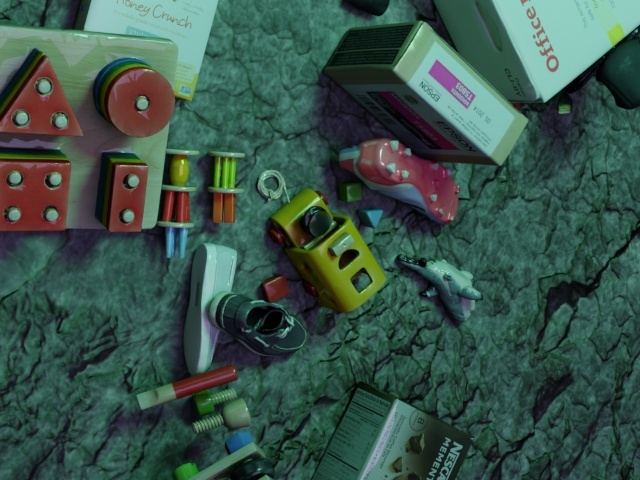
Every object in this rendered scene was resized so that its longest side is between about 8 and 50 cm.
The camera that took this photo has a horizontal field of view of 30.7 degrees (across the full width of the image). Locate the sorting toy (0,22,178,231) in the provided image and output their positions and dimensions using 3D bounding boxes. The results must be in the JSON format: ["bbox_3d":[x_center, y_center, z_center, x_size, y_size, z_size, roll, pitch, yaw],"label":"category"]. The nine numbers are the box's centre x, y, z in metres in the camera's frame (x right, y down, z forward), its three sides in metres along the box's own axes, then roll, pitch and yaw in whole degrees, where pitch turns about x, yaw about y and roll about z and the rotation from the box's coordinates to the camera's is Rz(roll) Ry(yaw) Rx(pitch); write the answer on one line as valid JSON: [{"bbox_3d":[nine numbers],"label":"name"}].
[{"bbox_3d":[-0.305,-0.128,1.457,0.257,0.089,0.255,0,110,-28],"label":"sorting toy"}]

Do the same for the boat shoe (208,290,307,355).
[{"bbox_3d":[-0.072,0.124,1.640,0.206,0.065,0.075,29,76,-52],"label":"boat shoe"}]

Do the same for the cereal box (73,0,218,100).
[{"bbox_3d":[-0.221,-0.321,1.535,0.173,0.047,0.240,14,90,-32],"label":"cereal box"}]

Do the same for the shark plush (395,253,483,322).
[{"bbox_3d":[0.185,0.071,1.819,0.161,0.073,0.067,28,113,-34],"label":"shark plush"}]

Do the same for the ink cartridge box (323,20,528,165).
[{"bbox_3d":[0.149,-0.207,1.676,0.235,0.193,0.088,38,78,-27],"label":"ink cartridge box"}]

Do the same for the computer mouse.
[{"bbox_3d":[0.433,-0.255,1.798,0.184,0.262,0.060,-40,109,22],"label":"computer mouse"}]

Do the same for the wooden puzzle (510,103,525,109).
[{"bbox_3d":[0.301,-0.230,1.867,0.083,0.006,0.049,-25,108,-24],"label":"wooden puzzle"}]

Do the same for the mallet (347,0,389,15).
[{"bbox_3d":[0.097,-0.420,1.712,0.062,0.039,0.189,29,79,-28],"label":"mallet"}]

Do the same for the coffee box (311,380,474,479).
[{"bbox_3d":[0.083,0.386,1.764,0.168,0.119,0.297,31,82,-28],"label":"coffee box"}]

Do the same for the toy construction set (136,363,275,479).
[{"bbox_3d":[-0.186,0.348,1.572,0.237,0.257,0.309,-15,84,-14],"label":"toy construction set"}]

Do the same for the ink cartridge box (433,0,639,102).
[{"bbox_3d":[0.363,-0.427,1.785,0.385,0.160,0.279,-38,112,-20],"label":"ink cartridge box"}]

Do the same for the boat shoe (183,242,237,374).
[{"bbox_3d":[-0.150,0.097,1.631,0.063,0.066,0.184,6,84,-29],"label":"boat shoe"}]

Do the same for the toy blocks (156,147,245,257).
[{"bbox_3d":[-0.164,-0.050,1.601,0.123,0.054,0.148,1,96,-29],"label":"toy blocks"}]

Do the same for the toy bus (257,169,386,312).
[{"bbox_3d":[0.010,0.006,1.679,0.202,0.104,0.191,6,93,-30],"label":"toy bus"}]

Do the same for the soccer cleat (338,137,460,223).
[{"bbox_3d":[0.125,-0.089,1.748,0.248,0.095,0.083,28,69,-51],"label":"soccer cleat"}]
